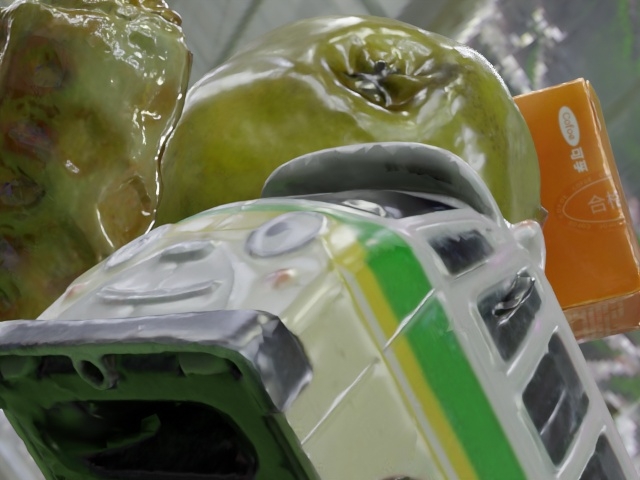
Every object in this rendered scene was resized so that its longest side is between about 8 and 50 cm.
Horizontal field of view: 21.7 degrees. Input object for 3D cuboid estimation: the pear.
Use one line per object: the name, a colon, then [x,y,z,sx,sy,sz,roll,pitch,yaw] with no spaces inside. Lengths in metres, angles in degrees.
pear: [0.000,0.000,1.251,0.287,0.287,0.375,45,-43,15]

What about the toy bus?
toy bus: [0.032,0.114,0.597,0.143,0.179,0.305,-5,-59,45]

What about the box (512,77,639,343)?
box: [0.129,0.004,1.604,0.143,0.341,0.225,61,16,-71]

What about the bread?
bread: [-0.151,-0.039,0.921,0.128,0.232,0.088,18,3,28]
